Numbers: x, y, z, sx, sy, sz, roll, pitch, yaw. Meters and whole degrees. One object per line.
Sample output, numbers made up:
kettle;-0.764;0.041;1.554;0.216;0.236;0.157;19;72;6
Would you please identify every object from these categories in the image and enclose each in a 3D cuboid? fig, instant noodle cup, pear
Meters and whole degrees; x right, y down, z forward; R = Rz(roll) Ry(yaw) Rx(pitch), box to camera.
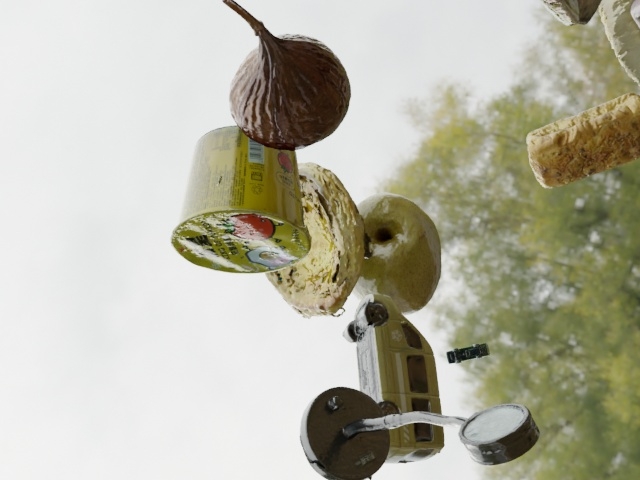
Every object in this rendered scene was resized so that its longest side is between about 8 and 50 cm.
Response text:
fig;-0.042;-0.204;1.202;0.146;0.134;0.201;-39;-33;-18
instant noodle cup;-0.101;-0.057;1.369;0.182;0.182;0.144;48;-143;-55
pear;0.136;0.031;1.988;0.211;0.188;0.228;65;-155;-62

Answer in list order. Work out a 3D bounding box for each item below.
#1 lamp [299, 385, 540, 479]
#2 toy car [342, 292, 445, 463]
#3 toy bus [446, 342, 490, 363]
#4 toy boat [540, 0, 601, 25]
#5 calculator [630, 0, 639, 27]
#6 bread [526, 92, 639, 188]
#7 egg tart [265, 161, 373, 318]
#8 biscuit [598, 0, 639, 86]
lamp;0.110;0.210;1.069;0.130;0.371;0.108;-30;-79;-33
toy car;0.115;0.209;1.589;0.101;0.124;0.256;126;144;-57
toy bus;0.295;0.226;2.083;0.037;0.083;0.031;20;-123;-72
toy boat;0.261;-0.386;1.237;0.293;0.111;0.276;-10;-92;-58
calculator;0.368;-0.217;1.047;0.032;0.100;0.175;-39;1;0
bread;0.446;-0.160;1.715;0.083;0.211;0.114;-99;-16;-48
egg tart;0.000;0.000;1.850;0.107;0.291;0.290;-15;-63;-40
biscuit;0.462;-0.291;1.462;0.179;0.084;0.281;10;-121;-35
